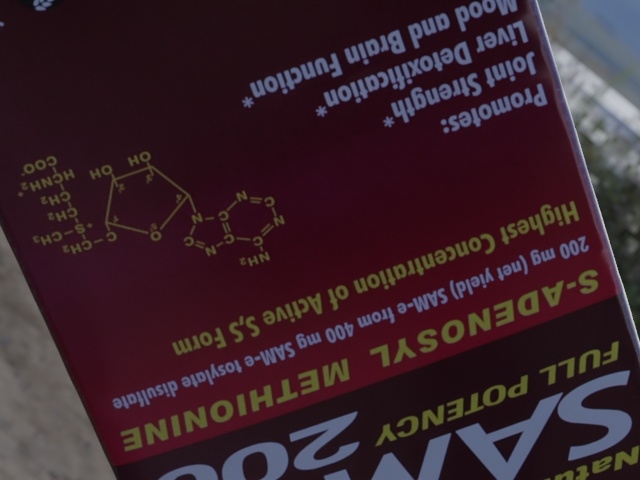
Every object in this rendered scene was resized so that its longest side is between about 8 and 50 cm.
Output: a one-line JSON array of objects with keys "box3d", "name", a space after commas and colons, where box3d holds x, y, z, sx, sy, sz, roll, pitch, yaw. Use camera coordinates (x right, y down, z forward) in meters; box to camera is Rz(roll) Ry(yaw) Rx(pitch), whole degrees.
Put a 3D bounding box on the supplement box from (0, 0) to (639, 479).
[{"box3d": [0.000, 0.000, 0.432, 0.073, 0.130, 0.239, -102, 172, -66], "name": "supplement box"}]
